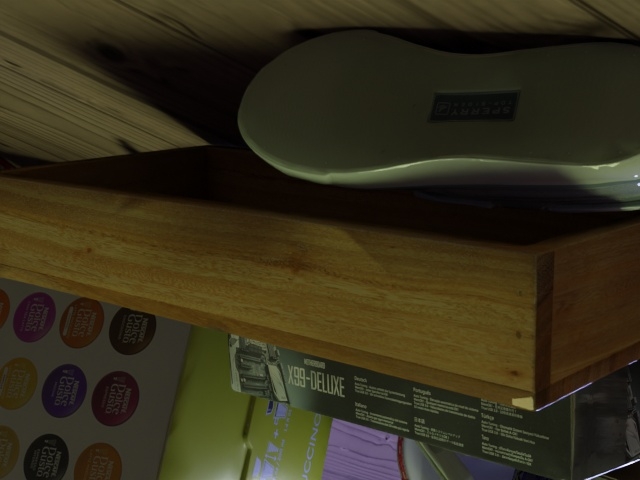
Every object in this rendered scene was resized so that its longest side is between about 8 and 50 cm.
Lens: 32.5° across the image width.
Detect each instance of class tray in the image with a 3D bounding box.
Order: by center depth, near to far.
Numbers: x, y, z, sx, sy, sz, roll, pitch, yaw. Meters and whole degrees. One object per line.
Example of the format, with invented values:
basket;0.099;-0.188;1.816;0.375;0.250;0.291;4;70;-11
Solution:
tray;0.000;0.000;0.642;0.411;0.076;0.203;8;-166;41

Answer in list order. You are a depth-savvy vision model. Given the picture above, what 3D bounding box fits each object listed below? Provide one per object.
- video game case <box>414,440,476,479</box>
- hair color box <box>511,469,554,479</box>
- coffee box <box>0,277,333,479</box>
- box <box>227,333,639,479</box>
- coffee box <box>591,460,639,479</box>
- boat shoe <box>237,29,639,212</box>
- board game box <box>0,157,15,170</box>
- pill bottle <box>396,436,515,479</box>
video game case;0.156;0.270;1.181;0.227;0.026;0.206;57;176;-30
hair color box;0.316;0.310;1.151;0.185;0.110;0.339;18;178;1
coffee box;-0.196;0.157;1.179;0.334;0.338;0.338;4;163;27
box;0.121;0.069;0.741;0.242;0.076;0.307;-7;-172;-39
coffee box;0.309;0.163;0.978;0.246;0.141;0.098;18;170;0
boat shoe;0.065;-0.046;0.519;0.227;0.079;0.081;7;160;34
board game box;-0.430;-0.101;1.162;0.146;0.045;0.193;16;169;14
pill bottle;0.222;0.295;1.536;0.229;0.229;0.408;18;169;5
